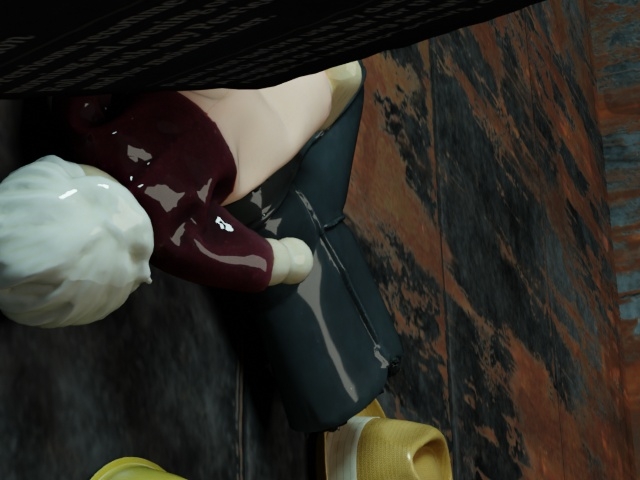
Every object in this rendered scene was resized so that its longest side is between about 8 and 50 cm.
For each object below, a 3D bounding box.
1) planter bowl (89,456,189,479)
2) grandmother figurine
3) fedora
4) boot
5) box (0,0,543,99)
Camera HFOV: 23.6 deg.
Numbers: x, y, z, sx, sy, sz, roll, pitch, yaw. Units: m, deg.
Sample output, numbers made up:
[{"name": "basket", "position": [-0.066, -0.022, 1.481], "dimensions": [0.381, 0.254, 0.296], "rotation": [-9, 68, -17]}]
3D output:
[{"name": "planter bowl", "position": [-0.062, 0.227, 0.878], "dimensions": [0.217, 0.090, 0.217], "rotation": [-11, 90, -70]}, {"name": "grandmother figurine", "position": [-0.084, -0.049, 0.900], "dimensions": [0.208, 0.104, 0.342], "rotation": [43, 35, 1]}, {"name": "fedora", "position": [0.062, 0.198, 1.244], "dimensions": [0.194, 0.079, 0.194], "rotation": [-10, 90, -70]}, {"name": "boot", "position": [0.000, 0.000, 1.141], "dimensions": [0.207, 0.094, 0.246], "rotation": [65, 31, -27]}, {"name": "box", "position": [-0.148, -0.279, 0.311], "dimensions": [0.471, 0.297, 0.480], "rotation": [-7, 87, -40]}]
